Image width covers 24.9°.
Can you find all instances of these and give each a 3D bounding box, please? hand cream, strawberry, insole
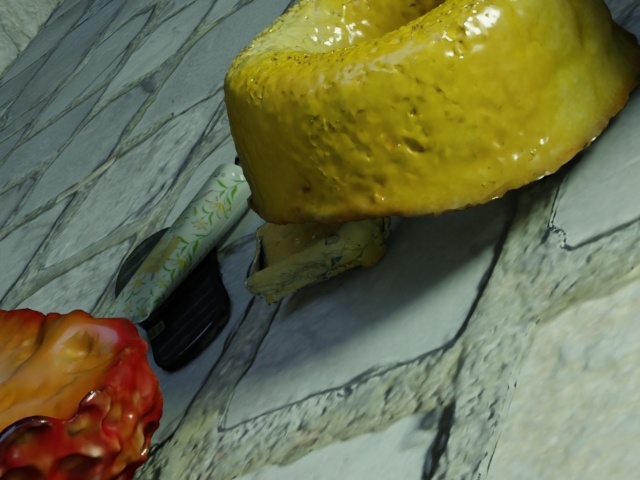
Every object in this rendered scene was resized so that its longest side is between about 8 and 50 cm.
[{"bbox_3d":[-0.109,0.000,1.189,0.067,0.042,0.194,-5,38,46],"label":"hand cream"},{"bbox_3d":[-0.238,0.169,1.002,0.336,0.149,0.265,-19,23,29],"label":"strawberry"},{"bbox_3d":[-0.126,0.041,1.209,0.110,0.012,0.309,-42,19,2],"label":"insole"}]

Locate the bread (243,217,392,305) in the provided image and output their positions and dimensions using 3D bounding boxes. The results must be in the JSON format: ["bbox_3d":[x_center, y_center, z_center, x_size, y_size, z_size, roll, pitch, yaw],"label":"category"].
[{"bbox_3d":[0.000,0.000,0.990,0.106,0.053,0.072,-25,38,36],"label":"bread"}]

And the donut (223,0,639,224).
[{"bbox_3d":[0.057,-0.110,0.925,0.277,0.108,0.277,-24,23,11],"label":"donut"}]
